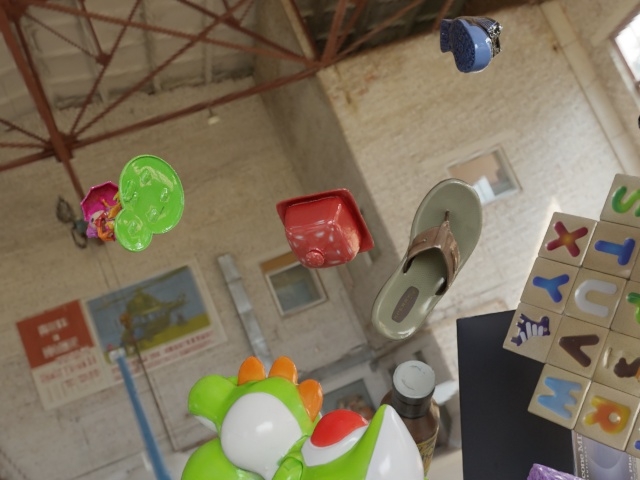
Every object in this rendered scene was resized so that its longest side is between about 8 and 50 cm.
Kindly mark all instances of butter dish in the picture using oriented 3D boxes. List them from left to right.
[{"bbox_3d":[0.000,0.000,1.567,0.160,0.160,0.118,-10,37,24],"label":"butter dish"}]

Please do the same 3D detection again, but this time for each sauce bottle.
[{"bbox_3d":[0.149,0.324,1.449,0.111,0.111,0.344,-20,-36,-12],"label":"sauce bottle"}]

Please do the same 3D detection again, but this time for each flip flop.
[{"bbox_3d":[0.170,0.035,1.304,0.277,0.112,0.080,-59,3,2],"label":"flip flop"}]

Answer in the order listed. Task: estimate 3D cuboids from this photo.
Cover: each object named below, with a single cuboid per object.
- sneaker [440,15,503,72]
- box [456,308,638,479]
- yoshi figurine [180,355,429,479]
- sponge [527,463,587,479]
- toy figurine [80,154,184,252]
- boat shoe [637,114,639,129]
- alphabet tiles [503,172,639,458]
[{"bbox_3d":[0.254,-0.320,1.329,0.090,0.082,0.232,-4,24,-2],"label":"sneaker"},{"bbox_3d":[0.357,0.279,1.287,0.182,0.297,0.294,-13,-23,34],"label":"box"},{"bbox_3d":[-0.014,0.264,0.814,0.203,0.362,0.204,-43,-46,-23],"label":"yoshi figurine"},{"bbox_3d":[0.321,0.295,0.847,0.210,0.031,0.117,20,10,-11],"label":"sponge"},{"bbox_3d":[-0.333,-0.045,1.370,0.159,0.173,0.130,-12,-44,39],"label":"toy figurine"},{"bbox_3d":[0.574,-0.167,1.380,0.042,0.133,0.049,20,-59,-37],"label":"boat shoe"},{"bbox_3d":[0.356,0.080,0.840,0.342,0.285,0.011,18,-7,45],"label":"alphabet tiles"}]
